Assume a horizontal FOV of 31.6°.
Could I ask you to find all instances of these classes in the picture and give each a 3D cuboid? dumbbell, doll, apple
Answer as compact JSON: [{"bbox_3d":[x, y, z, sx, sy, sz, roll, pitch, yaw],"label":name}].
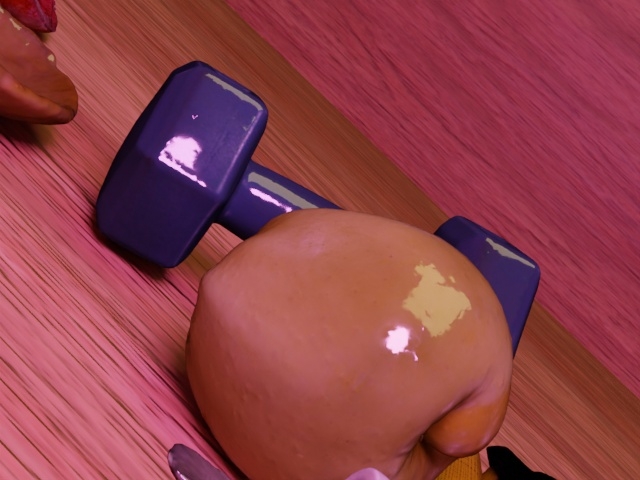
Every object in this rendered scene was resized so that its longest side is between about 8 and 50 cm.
[{"bbox_3d":[0.000,0.000,0.850,0.325,0.160,0.144,29,38,-14],"label":"dumbbell"},{"bbox_3d":[0.189,0.242,0.933,0.127,0.088,0.248,26,-8,27],"label":"doll"},{"bbox_3d":[0.016,0.073,0.684,0.200,0.200,0.200,41,11,-10],"label":"apple"}]

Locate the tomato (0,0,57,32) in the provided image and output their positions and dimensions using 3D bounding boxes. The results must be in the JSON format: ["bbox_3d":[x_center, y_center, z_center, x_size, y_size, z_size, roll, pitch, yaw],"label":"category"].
[{"bbox_3d":[-0.319,-0.290,1.103,0.173,0.099,0.189,164,-81,-86],"label":"tomato"}]

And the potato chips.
[{"bbox_3d":[-0.263,-0.149,0.833,0.208,0.062,0.195,50,7,38],"label":"potato chips"}]

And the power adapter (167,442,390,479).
[{"bbox_3d":[0.000,0.161,0.417,0.205,0.130,0.125,41,11,-8],"label":"power adapter"}]

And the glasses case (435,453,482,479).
[{"bbox_3d":[0.079,0.169,0.835,0.079,0.064,0.234,37,10,0],"label":"glasses case"}]
